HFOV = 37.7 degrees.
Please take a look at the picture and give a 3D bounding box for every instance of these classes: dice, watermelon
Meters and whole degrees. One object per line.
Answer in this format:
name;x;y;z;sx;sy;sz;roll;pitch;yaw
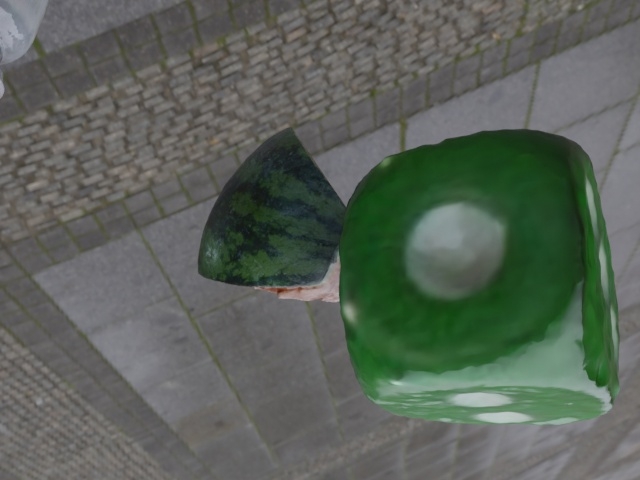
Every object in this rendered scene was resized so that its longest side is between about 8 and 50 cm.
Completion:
dice;0.199;0.059;1.123;0.287;0.297;0.300;-9;157;20
watermelon;-0.009;-0.036;1.482;0.293;0.283;0.250;-5;110;-41

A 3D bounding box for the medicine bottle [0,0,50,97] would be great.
medicine bottle;-0.294;-0.210;0.731;0.165;0.273;0.165;14;164;4
